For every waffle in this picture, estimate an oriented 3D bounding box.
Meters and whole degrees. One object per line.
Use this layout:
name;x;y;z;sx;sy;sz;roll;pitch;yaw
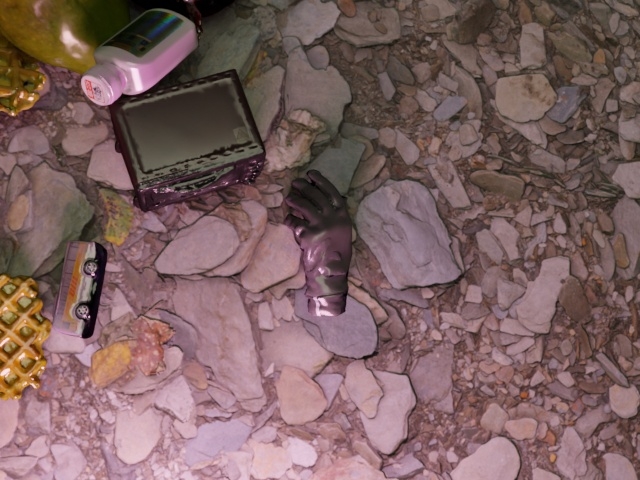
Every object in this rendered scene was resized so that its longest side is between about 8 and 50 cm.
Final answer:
waffle;-0.648;-0.311;1.265;0.307;0.060;0.312;44;46;11
waffle;-0.596;0.165;1.272;0.254;0.052;0.245;0;82;-12

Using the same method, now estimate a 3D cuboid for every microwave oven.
microwave oven;-0.237;-0.167;1.332;0.247;0.178;0.188;-20;85;-14

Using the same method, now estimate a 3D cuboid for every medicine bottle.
medicine bottle;-0.313;-0.312;1.261;0.115;0.078;0.219;21;50;20

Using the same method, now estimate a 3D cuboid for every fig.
fig;-0.457;-0.385;1.324;0.233;0.314;0.233;-2;49;3

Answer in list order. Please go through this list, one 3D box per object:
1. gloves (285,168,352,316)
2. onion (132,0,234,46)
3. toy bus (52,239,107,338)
gloves;0.008;0.003;1.404;0.142;0.119;0.285;-5;77;-44
onion;-0.245;-0.505;1.340;0.273;0.273;0.285;-7;61;-13
toy bus;-0.429;0.086;1.316;0.072;0.057;0.172;8;78;-4
